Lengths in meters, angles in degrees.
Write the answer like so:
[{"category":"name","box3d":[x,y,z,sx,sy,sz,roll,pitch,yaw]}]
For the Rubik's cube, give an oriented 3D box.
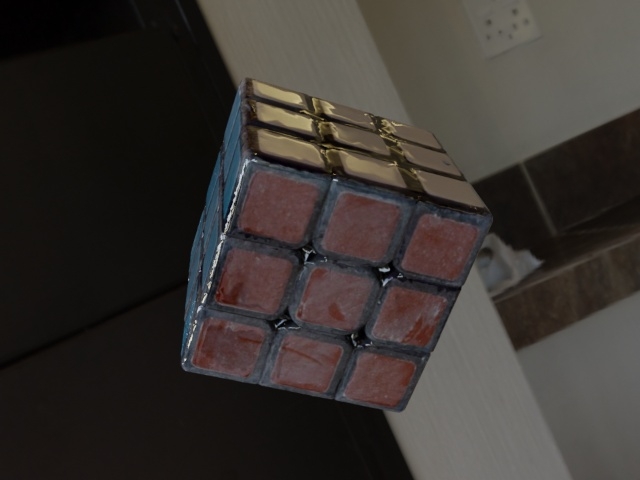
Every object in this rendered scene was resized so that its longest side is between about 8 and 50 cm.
[{"category":"Rubik's cube","box3d":[0.000,0.000,1.010,0.304,0.305,0.301,15,24,-15]}]
